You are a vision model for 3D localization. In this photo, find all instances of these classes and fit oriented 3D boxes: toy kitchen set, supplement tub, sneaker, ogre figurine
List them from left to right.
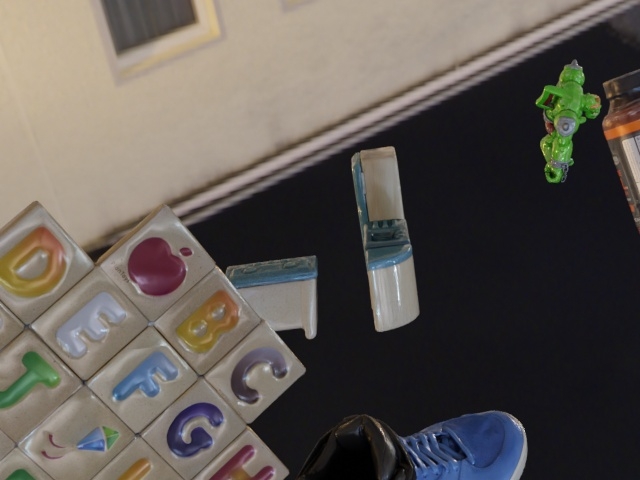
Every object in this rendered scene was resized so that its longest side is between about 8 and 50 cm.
[{"bbox_3d":[0.000,0.000,1.100,0.166,0.122,0.207,-7,-165,3],"label":"toy kitchen set"},{"bbox_3d":[0.048,0.119,0.617,0.152,0.085,0.058,-27,-135,-20],"label":"sneaker"},{"bbox_3d":[0.391,-0.199,1.881,0.096,0.118,0.197,27,-118,16],"label":"ogre figurine"},{"bbox_3d":[0.403,-0.107,1.405,0.106,0.198,0.106,-19,180,0],"label":"supplement tub"}]

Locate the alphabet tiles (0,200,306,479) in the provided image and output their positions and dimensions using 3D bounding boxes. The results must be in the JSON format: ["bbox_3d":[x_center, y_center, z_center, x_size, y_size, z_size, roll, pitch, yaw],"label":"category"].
[{"bbox_3d":[-0.178,0.147,0.760,0.342,0.285,0.011,-43,-148,-9],"label":"alphabet tiles"}]
